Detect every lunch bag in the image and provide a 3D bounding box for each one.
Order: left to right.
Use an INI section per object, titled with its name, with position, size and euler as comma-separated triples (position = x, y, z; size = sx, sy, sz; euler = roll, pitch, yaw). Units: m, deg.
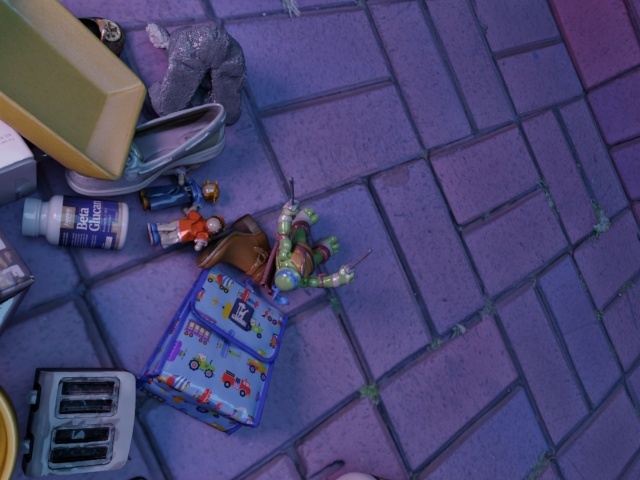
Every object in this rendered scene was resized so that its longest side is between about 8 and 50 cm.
[lunch bag]
position = -0.198, 0.205, 0.978
size = 0.221, 0.138, 0.293
euler = 35, 48, -18

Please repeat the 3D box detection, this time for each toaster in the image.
[toaster]
position = -0.408, 0.309, 0.824
size = 0.185, 0.110, 0.168
euler = 9, 75, -29

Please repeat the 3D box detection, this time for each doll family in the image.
[doll family]
position = -0.284, -0.074, 0.995
size = 0.163, 0.118, 0.263
euler = -11, 64, -25

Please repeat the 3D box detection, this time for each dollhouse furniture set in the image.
[dollhouse furniture set]
position = -0.492, -0.144, 0.901
size = 0.081, 0.091, 0.114
euler = -38, 102, -15

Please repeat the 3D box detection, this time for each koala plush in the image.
[koala plush]
position = -0.269, -0.391, 1.027
size = 0.196, 0.203, 0.221
euler = 0, 42, -33

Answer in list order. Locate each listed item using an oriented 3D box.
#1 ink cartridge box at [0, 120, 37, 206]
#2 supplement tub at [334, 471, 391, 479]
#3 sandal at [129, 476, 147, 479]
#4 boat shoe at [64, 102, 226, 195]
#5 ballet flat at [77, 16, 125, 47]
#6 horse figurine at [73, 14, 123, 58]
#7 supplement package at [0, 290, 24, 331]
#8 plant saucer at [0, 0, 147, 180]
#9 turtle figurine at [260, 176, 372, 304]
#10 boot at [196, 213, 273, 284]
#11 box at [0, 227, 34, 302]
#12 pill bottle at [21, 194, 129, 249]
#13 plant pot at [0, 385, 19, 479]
[ink cartridge box]
position = -0.596, -0.197, 0.775
size = 0.114, 0.198, 0.273
euler = -35, 97, -31
[supplement tub]
position = 0.175, 0.650, 1.011
size = 0.331, 0.241, 0.241
euler = 27, 67, -23
[sandal]
position = -0.392, 0.481, 0.843
size = 0.179, 0.040, 0.067
euler = -12, 91, -46
[boat shoe]
position = -0.326, -0.183, 0.914
size = 0.320, 0.103, 0.118
euler = -24, 68, -28
[ballet flat]
position = -0.516, -0.411, 0.952
size = 0.249, 0.058, 0.084
euler = -17, 89, -32
[horse figurine]
position = -0.508, -0.348, 0.915
size = 0.263, 0.066, 0.175
euler = -7, 115, -40
[supplement package]
position = -0.612, 0.073, 0.743
size = 0.244, 0.134, 0.139
euler = 29, 67, -22
[plant saucer]
position = -0.460, -0.277, 0.781
size = 0.333, 0.081, 0.333
euler = 44, 25, -39
[turtle figurine]
position = 0.000, 0.000, 1.027
size = 0.197, 0.266, 0.275
euler = 20, 109, 0
[boot]
position = -0.164, 0.046, 1.027
size = 0.152, 0.073, 0.197
euler = 58, 42, -15
[box]
position = -0.590, -0.040, 0.543
size = 0.395, 0.097, 0.318
euler = 60, 23, -6
[pill bottle]
position = -0.452, -0.035, 0.884
size = 0.169, 0.094, 0.094
euler = 5, 76, -29
[plant pot]
position = -0.563, 0.288, 0.663
size = 0.254, 0.239, 0.254
euler = 7, 76, -28
